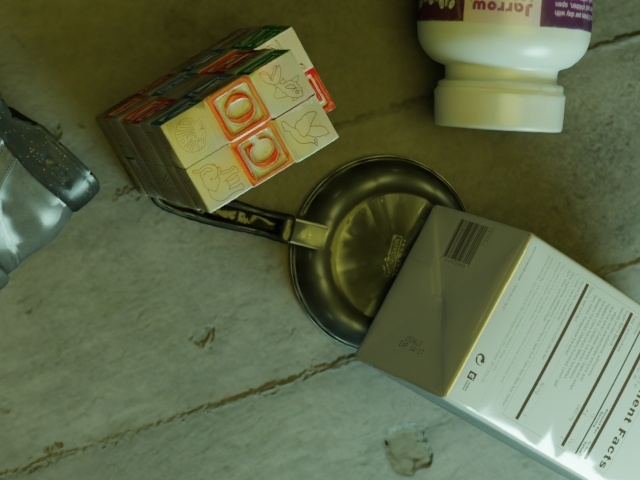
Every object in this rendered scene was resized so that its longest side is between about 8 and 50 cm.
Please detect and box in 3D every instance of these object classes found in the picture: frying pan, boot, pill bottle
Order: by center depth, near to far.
[{"bbox_3d":[-0.377,-0.071,1.762,0.338,0.118,0.223,45,82,-20],"label":"boot"},{"bbox_3d":[0.178,-0.256,1.902,0.169,0.169,0.302,1,94,-18],"label":"pill bottle"},{"bbox_3d":[0.019,-0.023,1.939,0.326,0.053,0.197,38,82,-20],"label":"frying pan"}]

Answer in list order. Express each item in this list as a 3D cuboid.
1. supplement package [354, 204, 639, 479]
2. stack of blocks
[{"bbox_3d":[0.218,0.117,1.919,0.293,0.177,0.175,31,84,-30],"label":"supplement package"},{"bbox_3d":[-0.082,-0.113,1.764,0.171,0.297,0.087,-32,103,-11],"label":"stack of blocks"}]
